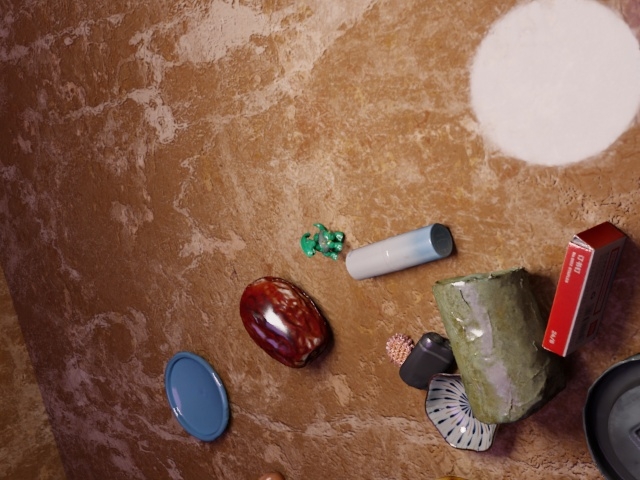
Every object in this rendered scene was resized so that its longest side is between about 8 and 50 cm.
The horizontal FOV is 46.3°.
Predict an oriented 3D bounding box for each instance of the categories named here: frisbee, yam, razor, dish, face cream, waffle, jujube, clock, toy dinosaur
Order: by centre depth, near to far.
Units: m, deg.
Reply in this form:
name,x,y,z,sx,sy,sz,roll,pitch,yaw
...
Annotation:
name,x,y,z,sx,sy,sz,roll,pitch,yaw
clock,0.629,0.346,1.322,0.325,0.067,0.325,17,116,38
yam,0.347,0.197,1.447,0.195,0.195,0.300,-18,92,45
dish,0.318,0.359,1.617,0.191,0.066,0.190,18,118,39
face cream,0.167,0.028,1.628,0.250,0.077,0.077,-20,91,46
razor,0.236,0.269,1.651,0.090,0.054,0.148,28,126,-3
waffle,0.186,0.253,1.725,0.075,0.029,0.083,-15,95,44
toy dinosaur,0.000,0.000,1.758,0.096,0.132,0.059,15,124,-12
jujube,-0.099,0.203,1.871,0.243,0.183,0.183,49,132,20
frisbee,-0.374,0.476,2.311,0.290,0.049,0.289,12,110,38

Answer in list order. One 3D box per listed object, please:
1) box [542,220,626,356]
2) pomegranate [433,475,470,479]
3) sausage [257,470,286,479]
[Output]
name,x,y,z,sx,sy,sz,roll,pitch,yaw
box,0.471,0.088,1.338,0.050,0.123,0.229,28,123,39
pomegranate,0.304,0.635,1.644,0.215,0.215,0.215,17,116,38
sausage,-0.050,0.846,2.114,0.419,0.094,0.094,57,156,11
